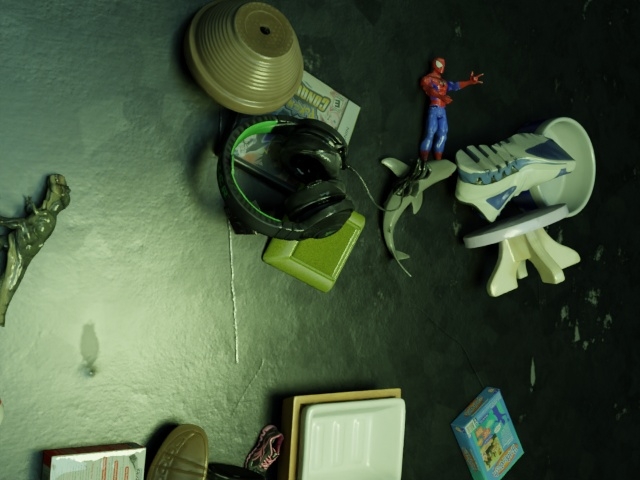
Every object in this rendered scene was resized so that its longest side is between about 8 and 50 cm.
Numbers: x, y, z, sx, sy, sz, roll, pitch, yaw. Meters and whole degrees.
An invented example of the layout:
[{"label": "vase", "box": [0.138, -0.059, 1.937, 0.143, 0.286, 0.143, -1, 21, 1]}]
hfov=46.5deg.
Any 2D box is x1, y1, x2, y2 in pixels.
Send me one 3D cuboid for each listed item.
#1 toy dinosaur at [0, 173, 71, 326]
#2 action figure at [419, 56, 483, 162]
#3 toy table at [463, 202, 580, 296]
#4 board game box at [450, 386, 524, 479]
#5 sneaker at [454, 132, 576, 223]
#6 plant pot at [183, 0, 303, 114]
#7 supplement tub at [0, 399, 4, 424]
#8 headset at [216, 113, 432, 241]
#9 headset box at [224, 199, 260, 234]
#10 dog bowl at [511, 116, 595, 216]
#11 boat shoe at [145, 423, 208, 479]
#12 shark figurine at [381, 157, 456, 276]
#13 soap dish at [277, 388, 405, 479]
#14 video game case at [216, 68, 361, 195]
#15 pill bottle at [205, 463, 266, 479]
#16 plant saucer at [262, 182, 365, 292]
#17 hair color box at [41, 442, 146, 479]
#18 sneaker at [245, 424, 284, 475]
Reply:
[{"label": "toy dinosaur", "box": [-0.497, -0.002, 1.200, 0.118, 0.064, 0.268, 33, 75, -40]}, {"label": "action figure", "box": [0.299, -0.295, 1.743, 0.091, 0.139, 0.280, -1, 89, -38]}, {"label": "toy table", "box": [0.505, 0.023, 1.852, 0.274, 0.252, 0.161, -19, 95, 0]}, {"label": "board game box", "box": [0.430, 0.508, 1.912, 0.160, 0.047, 0.210, -35, 111, -31]}, {"label": "sneaker", "box": [0.448, -0.148, 1.828, 0.315, 0.127, 0.182, -10, 137, -21]}, {"label": "plant pot", "box": [-0.126, -0.364, 1.390, 0.237, 0.110, 0.237, 10, 68, -26]}, {"label": "supplement tub", "box": [-0.584, 0.174, 1.055, 0.191, 0.191, 0.272, -24, 105, -34]}, {"label": "headset", "box": [0.006, -0.125, 1.418, 0.394, 0.185, 0.243, 6, 66, -24]}, {"label": "headset box", "box": [-0.143, -0.045, 1.446, 0.032, 0.083, 0.062, -33, 111, -32]}, {"label": "dog bowl", "box": [0.617, -0.194, 1.997, 0.265, 0.104, 0.265, -2, 93, -37]}, {"label": "boat shoe", "box": [-0.280, 0.477, 1.368, 0.104, 0.089, 0.285, 19, 76, -9]}, {"label": "shark figurine", "box": [0.194, -0.076, 1.671, 0.166, 0.116, 0.278, 24, 91, -18]}, {"label": "soap dish", "box": [0.041, 0.430, 1.575, 0.291, 0.118, 0.229, 5, 88, -36]}, {"label": "video game case", "box": [-0.057, -0.228, 1.536, 0.275, 0.035, 0.248, 27, 76, -34]}, {"label": "pill bottle", "box": [-0.183, 0.546, 1.406, 0.123, 0.123, 0.219, 18, 82, -36]}, {"label": "plant saucer", "box": [0.000, 0.000, 1.553, 0.188, 0.045, 0.188, 29, 87, -34]}, {"label": "hair color box", "box": [-0.393, 0.407, 1.291, 0.167, 0.053, 0.093, 6, 86, -35]}, {"label": "sneaker", "box": [-0.109, 0.434, 1.502, 0.047, 0.057, 0.119, 33, 73, -35]}]
